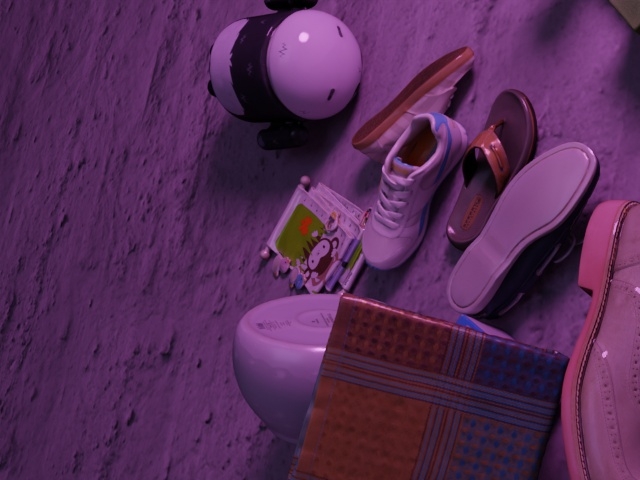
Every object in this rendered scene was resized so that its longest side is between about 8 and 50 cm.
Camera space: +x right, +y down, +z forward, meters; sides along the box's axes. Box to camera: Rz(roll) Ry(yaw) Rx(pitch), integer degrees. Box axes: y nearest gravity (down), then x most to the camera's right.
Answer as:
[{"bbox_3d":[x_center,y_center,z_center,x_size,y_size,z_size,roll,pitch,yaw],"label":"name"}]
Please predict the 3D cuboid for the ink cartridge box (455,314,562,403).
[{"bbox_3d":[0.182,0.207,1.335,0.139,0.082,0.191,43,109,48],"label":"ink cartridge box"}]

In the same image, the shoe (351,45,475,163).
[{"bbox_3d":[0.140,-0.189,1.587,0.219,0.058,0.076,-40,17,25],"label":"shoe"}]

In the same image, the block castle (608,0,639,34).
[{"bbox_3d":[0.417,-0.357,1.222,0.303,0.212,0.453,-46,44,24],"label":"block castle"}]

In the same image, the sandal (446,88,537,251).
[{"bbox_3d":[0.211,-0.094,1.453,0.090,0.060,0.219,31,98,50],"label":"sandal"}]

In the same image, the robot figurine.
[{"bbox_3d":[-0.059,-0.268,1.751,0.278,0.209,0.173,5,40,50],"label":"robot figurine"}]

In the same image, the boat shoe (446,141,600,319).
[{"bbox_3d":[0.255,-0.004,1.352,0.255,0.079,0.095,-57,43,17],"label":"boat shoe"}]

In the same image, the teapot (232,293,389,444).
[{"bbox_3d":[0.006,0.188,1.450,0.252,0.256,0.187,8,107,30],"label":"teapot"}]

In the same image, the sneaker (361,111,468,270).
[{"bbox_3d":[0.111,-0.069,1.518,0.087,0.092,0.229,29,97,31],"label":"sneaker"}]

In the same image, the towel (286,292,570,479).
[{"bbox_3d":[0.102,0.267,1.264,0.271,0.040,0.370,16,98,7],"label":"towel"}]

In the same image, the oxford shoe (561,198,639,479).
[{"bbox_3d":[0.343,0.135,1.149,0.146,0.140,0.397,-8,69,41],"label":"oxford shoe"}]

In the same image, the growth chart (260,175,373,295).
[{"bbox_3d":[0.000,0.000,1.680,0.237,0.021,0.172,29,97,51],"label":"growth chart"}]
